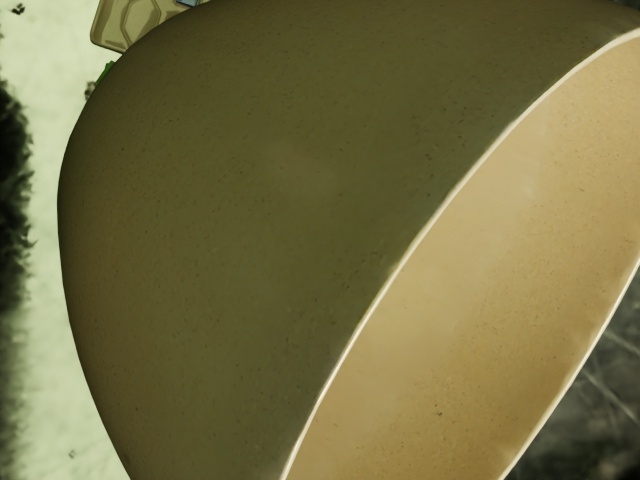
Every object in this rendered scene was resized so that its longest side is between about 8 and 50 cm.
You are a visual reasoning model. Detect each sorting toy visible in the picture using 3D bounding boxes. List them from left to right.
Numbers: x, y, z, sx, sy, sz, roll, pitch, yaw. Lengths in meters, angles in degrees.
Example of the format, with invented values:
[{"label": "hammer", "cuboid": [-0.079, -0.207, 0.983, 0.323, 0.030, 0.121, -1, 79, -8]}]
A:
[{"label": "sorting toy", "cuboid": [-0.082, -0.105, 0.587, 0.062, 0.012, 0.083, 17, 89, -11]}]

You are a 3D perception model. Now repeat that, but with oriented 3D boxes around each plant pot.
[{"label": "plant pot", "cuboid": [0.000, 0.000, 0.503, 0.191, 0.284, 0.284, 33, 86, 26]}]
